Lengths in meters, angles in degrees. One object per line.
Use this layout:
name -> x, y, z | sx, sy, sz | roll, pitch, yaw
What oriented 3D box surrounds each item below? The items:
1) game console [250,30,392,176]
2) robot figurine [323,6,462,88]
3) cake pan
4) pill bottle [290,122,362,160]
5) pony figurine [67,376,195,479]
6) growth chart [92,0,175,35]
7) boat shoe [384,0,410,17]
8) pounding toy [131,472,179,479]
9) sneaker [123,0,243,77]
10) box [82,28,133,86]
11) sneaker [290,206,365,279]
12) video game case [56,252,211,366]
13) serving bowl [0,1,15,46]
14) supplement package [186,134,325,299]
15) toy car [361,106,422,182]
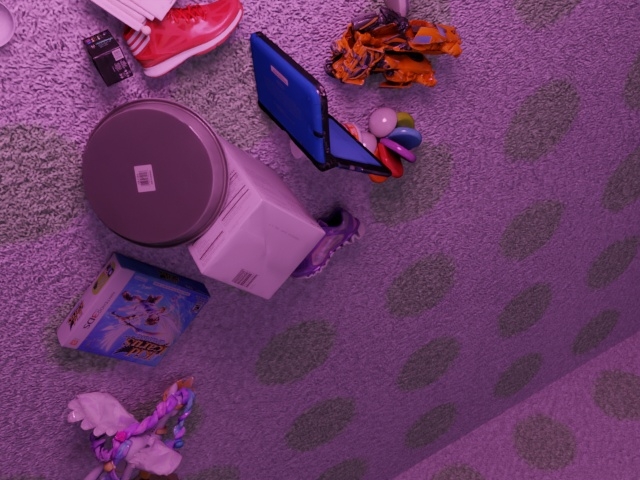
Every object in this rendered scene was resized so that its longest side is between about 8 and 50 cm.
game console -> 0.003, -0.270, 1.343 | 0.173, 0.293, 0.250 | -23, 135, -19
robot figurine -> 0.152, -0.398, 1.444 | 0.291, 0.085, 0.211 | -8, 154, -31
cake pan -> -0.322, -0.123, 1.286 | 0.293, 0.054, 0.293 | 1, 101, 4
pill bottle -> 0.012, -0.223, 1.542 | 0.152, 0.086, 0.086 | -8, 130, -30
pony figurine -> -0.486, 0.527, 1.748 | 0.363, 0.302, 0.351 | -56, 167, 13
growth chart -> -0.287, -0.469, 1.126 | 0.172, 0.021, 0.237 | 40, 90, -30
boat shoe -> 0.169, -0.559, 1.367 | 0.081, 0.079, 0.228 | -22, 132, -11
pounding toy -> -0.542, 0.771, 2.012 | 0.206, 0.094, 0.181 | -36, 138, -3
sneaker -> -0.252, -0.398, 1.211 | 0.221, 0.087, 0.128 | -37, 139, -3
box -> -0.375, -0.322, 1.190 | 0.052, 0.083, 0.062 | -29, 137, -13
sneaker -> 0.000, 0.000, 1.732 | 0.236, 0.095, 0.104 | -40, 131, -6
video game case -> -0.435, 0.174, 1.596 | 0.269, 0.061, 0.244 | 26, 109, -45
serving bowl -> -0.540, -0.355, 1.090 | 0.083, 0.027, 0.083 | -19, 135, -21
supplement package -> -0.169, -0.051, 1.434 | 0.198, 0.263, 0.199 | -49, 137, 12
toy car -> 0.170, -0.218, 1.620 | 0.159, 0.136, 0.182 | 27, 108, -45
